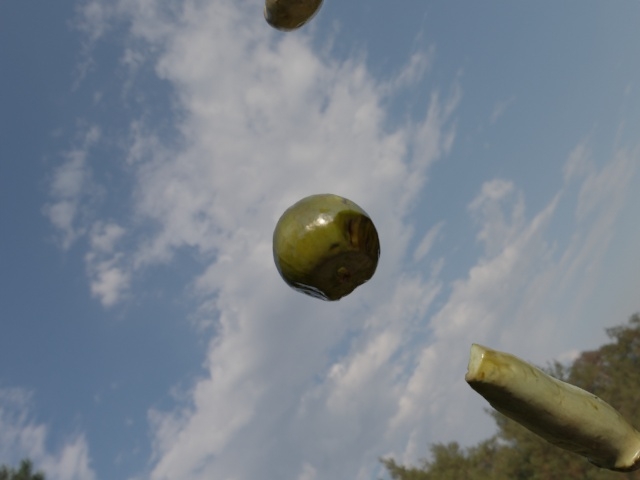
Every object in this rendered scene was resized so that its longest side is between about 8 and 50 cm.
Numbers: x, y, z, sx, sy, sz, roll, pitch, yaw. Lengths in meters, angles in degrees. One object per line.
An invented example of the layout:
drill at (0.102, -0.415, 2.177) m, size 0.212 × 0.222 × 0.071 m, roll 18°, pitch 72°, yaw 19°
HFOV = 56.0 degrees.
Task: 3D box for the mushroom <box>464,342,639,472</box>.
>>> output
mushroom at (0.311, 0.227, 0.817) m, size 0.333 × 0.107 × 0.087 m, roll 29°, pitch -115°, yaw -20°

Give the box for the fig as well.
fig at (0.000, 0.000, 1.326) m, size 0.239 × 0.271 × 0.240 m, roll -18°, pitch -49°, yaw -22°

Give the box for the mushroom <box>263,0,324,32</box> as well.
mushroom at (-0.056, -0.494, 1.224) m, size 0.148 × 0.112 × 0.148 m, roll -47°, pitch -7°, yaw -7°
